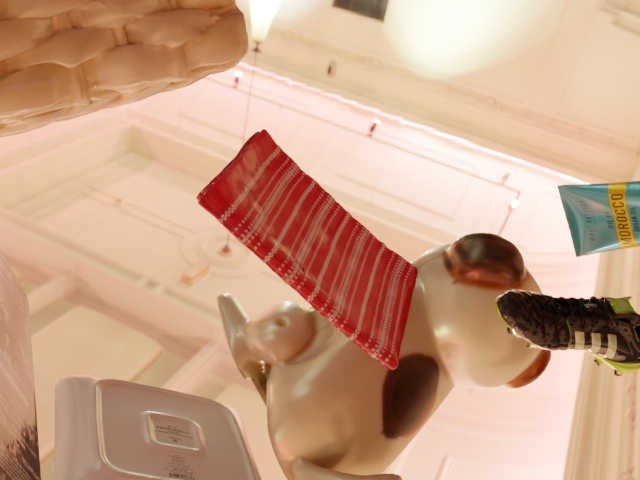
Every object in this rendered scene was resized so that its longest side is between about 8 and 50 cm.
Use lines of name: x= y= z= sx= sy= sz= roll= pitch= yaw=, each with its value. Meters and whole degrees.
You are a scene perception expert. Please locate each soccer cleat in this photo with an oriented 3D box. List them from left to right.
soccer cleat: x=0.239 y=0.072 z=0.612 sx=0.178 sy=0.072 sz=0.060 roll=19 pitch=-140 yaw=-21

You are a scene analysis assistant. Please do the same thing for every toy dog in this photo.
toy dog: x=0.103 y=0.136 z=0.914 sx=0.407 sy=0.285 sz=0.395 roll=-26 pitch=-166 yaw=-6

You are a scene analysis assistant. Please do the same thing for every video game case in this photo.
video game case: x=-0.269 y=0.096 z=0.543 sx=0.026 sy=0.196 sz=0.274 roll=-16 pitch=-130 yaw=-13

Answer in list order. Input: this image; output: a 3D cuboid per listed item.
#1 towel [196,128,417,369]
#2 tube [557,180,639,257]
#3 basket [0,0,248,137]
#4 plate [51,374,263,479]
towel: x=0.000 y=0.000 z=0.763 sx=0.275 sy=0.031 sz=0.199 roll=42 pitch=-151 yaw=-8
tube: x=0.331 y=-0.029 z=0.629 sx=0.207 sy=0.080 sz=0.052 roll=-7 pitch=-166 yaw=42
basket: x=-0.246 y=-0.206 z=0.368 sx=0.331 sy=0.328 sz=0.266 roll=-22 pitch=-158 yaw=-27
plate: x=-0.193 y=0.260 z=0.860 sx=0.277 sy=0.045 sz=0.278 roll=20 pitch=-167 yaw=-25
